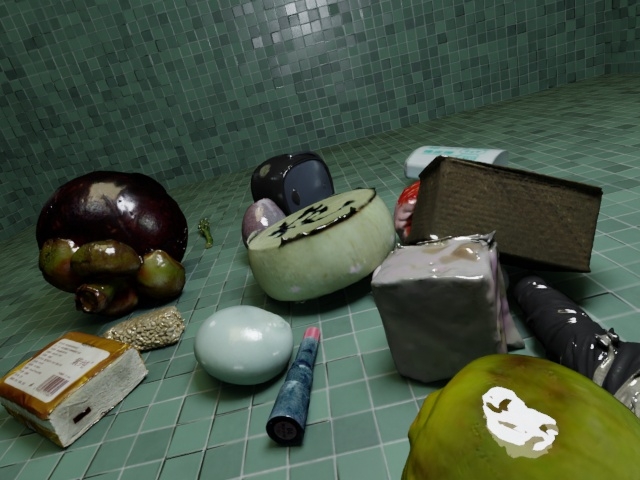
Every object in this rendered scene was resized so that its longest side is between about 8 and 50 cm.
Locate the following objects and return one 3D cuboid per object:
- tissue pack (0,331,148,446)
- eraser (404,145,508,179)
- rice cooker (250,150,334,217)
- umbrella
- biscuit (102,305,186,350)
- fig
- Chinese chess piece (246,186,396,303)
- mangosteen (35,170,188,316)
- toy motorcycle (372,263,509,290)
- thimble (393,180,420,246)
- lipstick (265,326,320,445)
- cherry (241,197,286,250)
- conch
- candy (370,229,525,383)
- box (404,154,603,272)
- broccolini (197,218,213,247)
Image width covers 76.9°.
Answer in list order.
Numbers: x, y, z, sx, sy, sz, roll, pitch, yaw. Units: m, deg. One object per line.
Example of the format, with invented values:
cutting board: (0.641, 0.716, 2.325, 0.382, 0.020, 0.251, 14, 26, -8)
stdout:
tissue pack: (-0.471, 0.262, 0.761, 0.226, 0.092, 0.183, -1, 25, 33)
eraser: (0.453, -0.253, 1.356, 0.289, 0.104, 0.189, 14, 33, 39)
rice cooker: (-0.095, -0.173, 1.370, 0.267, 0.267, 0.224, -29, 23, -32)
umbrella: (0.343, 0.137, 0.501, 0.106, 0.113, 0.358, -10, 20, 7)
biscuit: (-0.388, 0.201, 0.889, 0.168, 0.071, 0.082, -15, 13, 5)
fig: (0.183, 0.201, 0.328, 0.230, 0.207, 0.207, 6, 30, 44)
Chinese chess piece: (0.000, 0.000, 0.942, 0.349, 0.147, 0.349, -22, 14, 6)
mangosteen: (-0.548, -0.004, 1.106, 0.380, 0.381, 0.421, -25, 37, -23)
toy motorcycle: (0.217, 0.064, 0.763, 0.254, 0.113, 0.112, -4, 24, 28)
thimble: (0.269, -0.061, 0.962, 0.189, 0.163, 0.125, -11, 20, 10)
lipstick: (-0.031, 0.211, 0.646, 0.053, 0.054, 0.234, -10, 21, 13)
cherry: (-0.156, -0.028, 1.158, 0.140, 0.176, 0.176, -27, 17, 21)
conch: (-0.140, 0.180, 0.740, 0.184, 0.121, 0.221, 6, -2, -42)
candy: (0.188, 0.098, 0.594, 0.184, 0.195, 0.137, -7, 21, 29)
box: (0.306, -0.038, 0.713, 0.273, 0.143, 0.184, 12, -3, 1)
broccolini: (-0.425, -0.021, 1.499, 0.054, 0.051, 0.239, -15, 28, -15)
